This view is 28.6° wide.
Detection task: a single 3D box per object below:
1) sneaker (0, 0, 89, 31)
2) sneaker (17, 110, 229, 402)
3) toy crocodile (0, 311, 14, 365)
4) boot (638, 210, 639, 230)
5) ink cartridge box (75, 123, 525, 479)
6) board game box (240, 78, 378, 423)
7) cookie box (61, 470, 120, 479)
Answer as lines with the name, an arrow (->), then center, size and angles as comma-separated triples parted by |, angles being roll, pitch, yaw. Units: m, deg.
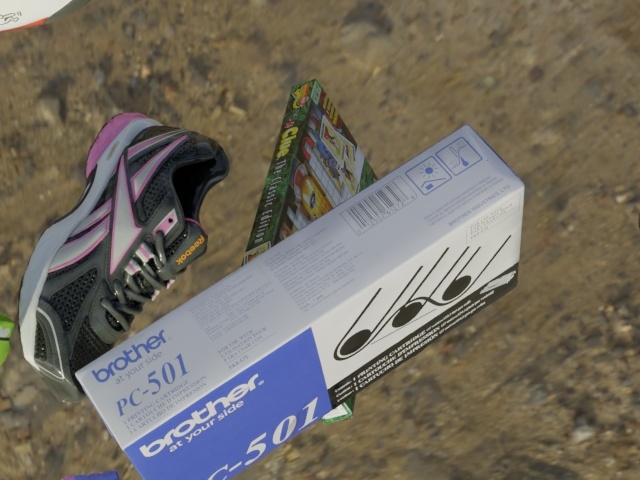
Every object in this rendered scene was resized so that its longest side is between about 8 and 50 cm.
sneaker -> -0.285, -0.187, 0.799 | 0.270, 0.145, 0.090 | 7, 96, 13
sneaker -> -0.104, 0.004, 0.696 | 0.077, 0.072, 0.178 | 7, 66, 23
toy crocodile -> -0.225, 0.036, 0.495 | 0.115, 0.340, 0.105 | 34, 92, 10
boot -> 0.305, -0.020, 0.426 | 0.348, 0.260, 0.131 | 37, 23, 33
ink cartridge box -> -0.002, 0.039, 0.576 | 0.207, 0.097, 0.046 | -32, 62, -12
board game box -> 0.000, 0.000, 0.962 | 0.030, 0.136, 0.259 | -16, 35, 22
cookie box -> -0.145, 0.223, 0.831 | 0.040, 0.107, 0.092 | -5, 33, -19
